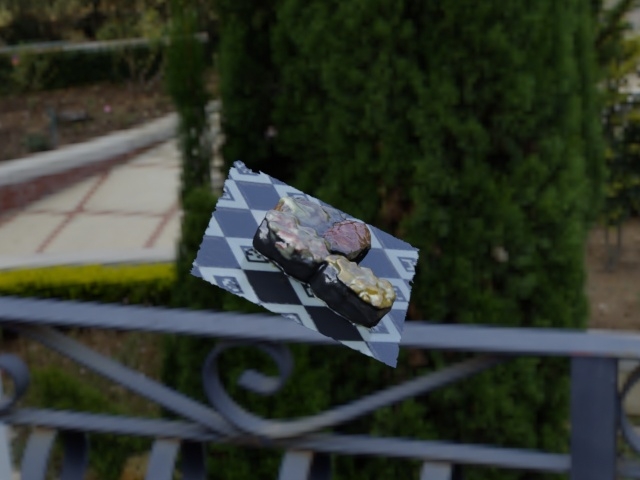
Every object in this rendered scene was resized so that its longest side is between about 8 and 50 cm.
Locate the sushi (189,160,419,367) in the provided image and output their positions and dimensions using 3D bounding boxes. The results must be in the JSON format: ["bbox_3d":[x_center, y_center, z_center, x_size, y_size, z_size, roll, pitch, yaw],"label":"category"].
[{"bbox_3d":[0.000,0.000,0.740,0.120,0.026,0.126,25,31,-5],"label":"sushi"}]
